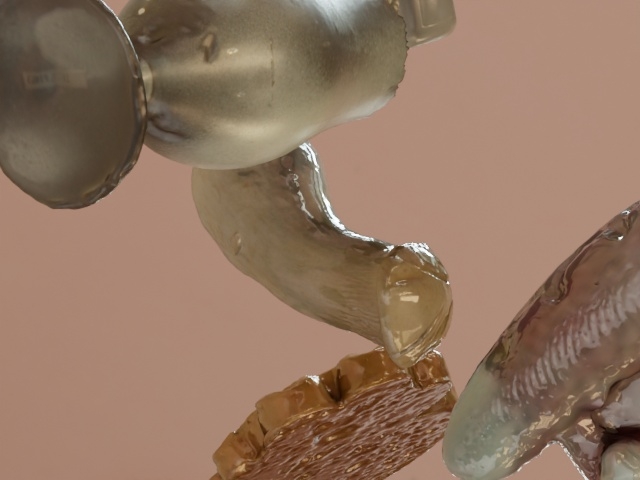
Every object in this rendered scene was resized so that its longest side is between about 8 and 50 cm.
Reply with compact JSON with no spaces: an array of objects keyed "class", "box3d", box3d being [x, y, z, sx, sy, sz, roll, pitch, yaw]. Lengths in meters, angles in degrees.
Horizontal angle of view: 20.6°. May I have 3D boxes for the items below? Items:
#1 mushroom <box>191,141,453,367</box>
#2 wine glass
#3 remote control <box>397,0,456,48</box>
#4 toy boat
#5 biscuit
[{"class":"mushroom","box3d":[-0.003,0.002,1.102,0.092,0.223,0.081,-22,-50,-24]},{"class":"wine glass","box3d":[-0.053,-0.080,0.802,0.222,0.103,0.103,-18,-56,-54]},{"class":"remote control","box3d":[0.056,-0.223,1.187,0.050,0.027,0.184,-22,-79,-40]},{"class":"toy boat","box3d":[0.159,0.049,0.634,0.227,0.155,0.085,-37,-4,9]},{"class":"biscuit","box3d":[0.006,0.139,1.253,0.202,0.044,0.289,-25,-22,-5]}]
